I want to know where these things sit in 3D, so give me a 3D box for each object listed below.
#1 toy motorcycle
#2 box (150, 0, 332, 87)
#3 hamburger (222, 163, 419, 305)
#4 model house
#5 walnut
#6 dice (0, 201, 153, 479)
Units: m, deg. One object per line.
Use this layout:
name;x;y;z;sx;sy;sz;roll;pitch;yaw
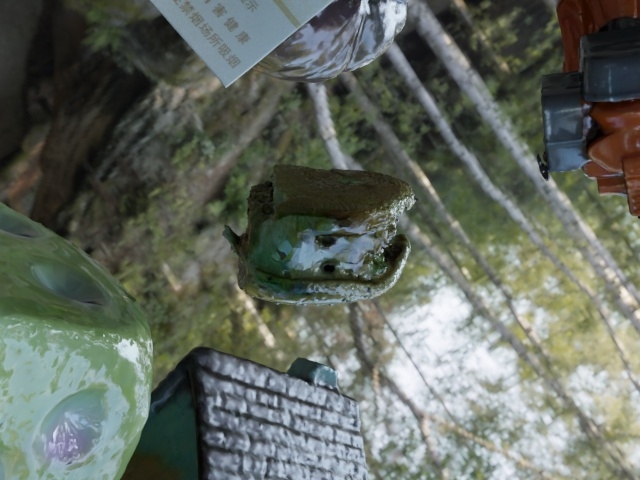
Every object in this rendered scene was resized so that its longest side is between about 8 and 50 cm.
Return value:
toy motorcycle;0.230;-0.150;0.747;0.147;0.221;0.326;-8;-154;16
box;-0.021;-0.176;0.579;0.167;0.090;0.024;-36;-159;15
hamburger;0.000;0.000;1.420;0.287;0.168;0.192;4;-152;-1
model house;-0.097;0.210;0.898;0.230;0.249;0.280;6;165;36
walnut;-0.023;-0.277;0.935;0.248;0.248;0.248;-33;-177;2
dice;-0.297;0.103;0.711;0.249;0.252;0.254;21;102;-48
